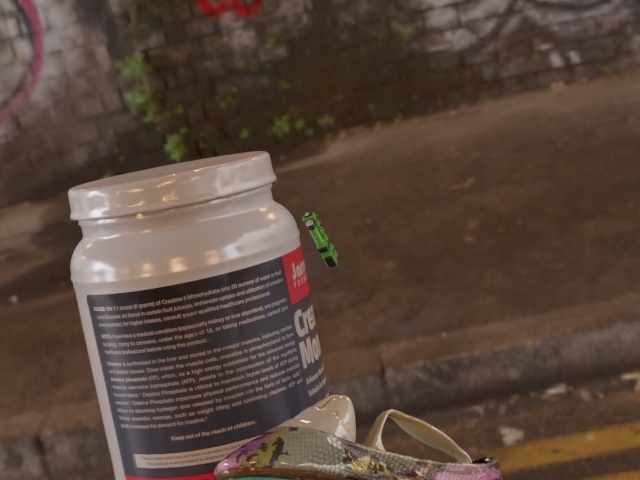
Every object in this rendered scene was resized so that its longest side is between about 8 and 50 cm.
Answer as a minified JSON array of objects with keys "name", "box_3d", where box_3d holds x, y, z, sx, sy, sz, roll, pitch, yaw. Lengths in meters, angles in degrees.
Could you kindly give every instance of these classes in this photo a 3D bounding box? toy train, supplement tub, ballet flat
[{"name":"toy train","box_3d":[0.000,0.000,1.468,0.017,0.083,0.024,-18,42,13]},{"name":"supplement tub","box_3d":[-0.098,0.075,1.033,0.191,0.272,0.191,-10,8,1]},{"name":"ballet flat","box_3d":[0.031,0.149,0.838,0.221,0.079,0.077,18,-24,-26]}]
